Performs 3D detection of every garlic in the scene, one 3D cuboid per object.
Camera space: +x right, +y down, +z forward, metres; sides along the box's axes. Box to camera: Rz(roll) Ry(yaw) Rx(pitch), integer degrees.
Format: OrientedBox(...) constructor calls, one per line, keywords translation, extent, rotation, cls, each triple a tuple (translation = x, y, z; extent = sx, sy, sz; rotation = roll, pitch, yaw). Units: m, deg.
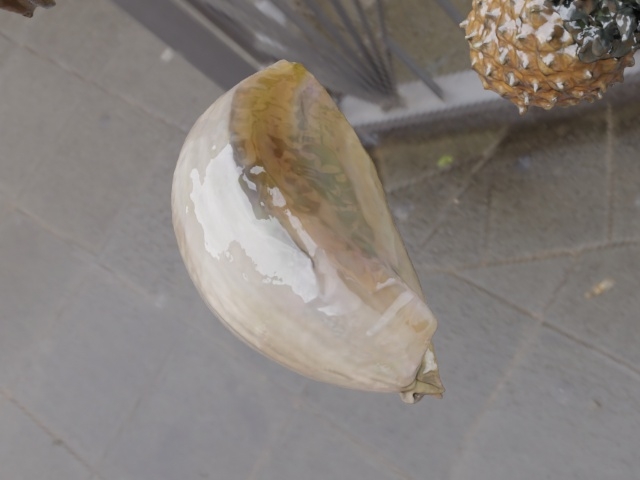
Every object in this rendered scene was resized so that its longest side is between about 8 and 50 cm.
OrientedBox(translation=(-0.015, -0.002, 0.654), extent=(0.101, 0.087, 0.195), rotation=(-16, 61, -24), cls="garlic")

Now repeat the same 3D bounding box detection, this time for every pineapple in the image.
OrientedBox(translation=(0.248, -0.214, 1.136), extent=(0.364, 0.166, 0.165), rotation=(152, 140, -72), cls="pineapple")

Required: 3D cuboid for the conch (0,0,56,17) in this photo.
OrientedBox(translation=(-0.219, -0.181, 0.771), extent=(0.086, 0.233, 0.080), rotation=(-10, 90, 28), cls="conch")
